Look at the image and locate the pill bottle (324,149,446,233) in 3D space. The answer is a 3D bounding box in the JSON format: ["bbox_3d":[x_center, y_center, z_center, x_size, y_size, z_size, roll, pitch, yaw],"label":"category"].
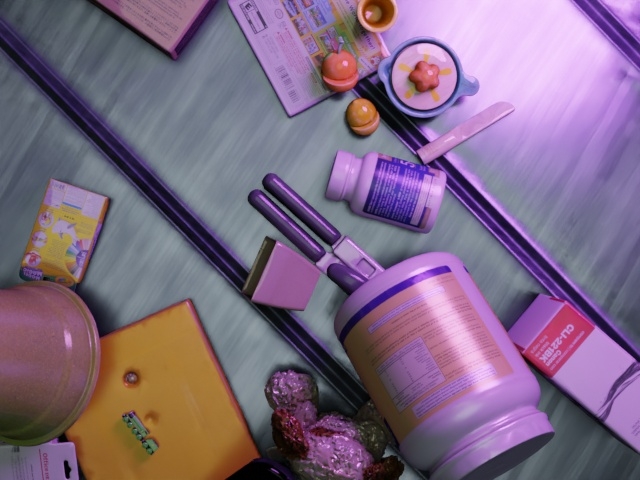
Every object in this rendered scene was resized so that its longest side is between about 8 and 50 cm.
[{"bbox_3d":[0.107,-0.087,1.788,0.187,0.112,0.112,16,90,-2],"label":"pill bottle"}]

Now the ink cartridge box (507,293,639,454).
[{"bbox_3d":[0.450,0.221,1.755,0.273,0.197,0.114,40,90,-1],"label":"ink cartridge box"}]

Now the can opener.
[{"bbox_3d":[0.000,0.000,1.793,0.283,0.095,0.076,42,88,-5],"label":"can opener"}]

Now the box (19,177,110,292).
[{"bbox_3d":[-0.435,-0.005,1.808,0.105,0.043,0.179,19,88,-2],"label":"box"}]

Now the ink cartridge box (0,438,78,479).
[{"bbox_3d":[-0.493,0.377,1.786,0.180,0.060,0.104,-3,105,-2],"label":"ink cartridge box"}]

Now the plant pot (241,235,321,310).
[{"bbox_3d":[-0.062,0.064,1.791,0.096,0.109,0.109,24,89,-13],"label":"plant pot"}]

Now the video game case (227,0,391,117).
[{"bbox_3d":[-0.017,-0.358,1.828,0.206,0.026,0.227,-28,90,-1],"label":"video game case"}]

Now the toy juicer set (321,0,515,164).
[{"bbox_3d":[0.149,-0.244,1.785,0.329,0.089,0.209,38,92,-10],"label":"toy juicer set"}]

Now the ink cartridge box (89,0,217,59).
[{"bbox_3d":[-0.289,-0.450,1.789,0.235,0.088,0.193,36,88,-1],"label":"ink cartridge box"}]

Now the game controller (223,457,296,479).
[{"bbox_3d":[-0.125,0.467,1.730,0.166,0.067,0.319,49,126,0],"label":"game controller"}]

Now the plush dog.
[{"bbox_3d":[0.013,0.345,1.728,0.263,0.225,0.210,19,89,-2],"label":"plush dog"}]

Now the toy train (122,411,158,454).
[{"bbox_3d":[-0.300,0.321,1.778,0.024,0.017,0.083,-36,92,-11],"label":"toy train"}]

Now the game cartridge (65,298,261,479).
[{"bbox_3d":[-0.287,0.302,1.812,0.285,0.053,0.323,-24,93,-2],"label":"game cartridge"}]

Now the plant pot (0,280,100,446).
[{"bbox_3d":[-0.530,0.177,1.650,0.276,0.254,0.276,-6,76,25],"label":"plant pot"}]

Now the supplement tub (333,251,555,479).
[{"bbox_3d":[0.194,0.211,1.680,0.241,0.241,0.331,-29,67,-1],"label":"supplement tub"}]
